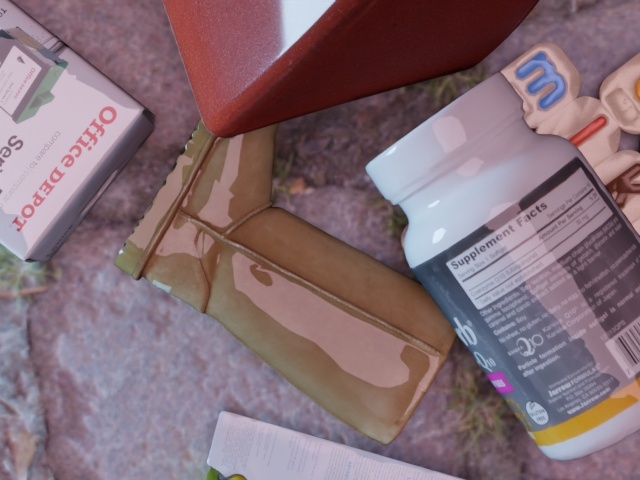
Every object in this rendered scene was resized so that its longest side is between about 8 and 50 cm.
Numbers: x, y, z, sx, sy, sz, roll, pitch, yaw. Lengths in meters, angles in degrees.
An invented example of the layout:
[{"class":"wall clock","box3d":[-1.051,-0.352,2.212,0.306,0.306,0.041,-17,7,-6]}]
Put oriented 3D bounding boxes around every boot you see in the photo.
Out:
[{"class":"boot","box3d":[0.000,0.000,1.167,0.269,0.089,0.236,31,92,-4]}]

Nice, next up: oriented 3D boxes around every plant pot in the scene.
[{"class":"plant pot","box3d":[0.034,-0.257,1.047,0.267,0.235,0.267,-19,89,-27]}]

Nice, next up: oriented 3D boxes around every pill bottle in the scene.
[{"class":"pill bottle","box3d":[0.166,0.018,1.109,0.162,0.162,0.278,-35,90,-2]}]

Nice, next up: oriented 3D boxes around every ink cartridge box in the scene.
[{"class":"ink cartridge box","box3d":[-0.267,-0.107,1.150,0.219,0.092,0.160,37,89,0]}]

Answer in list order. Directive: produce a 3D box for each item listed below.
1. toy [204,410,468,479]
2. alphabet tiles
[{"class":"toy","box3d":[0.016,0.235,1.173,0.237,0.056,0.137,15,92,4]},{"class":"alphabet tiles","box3d":[0.222,-0.019,1.199,0.278,0.021,0.284,-37,90,1]}]
